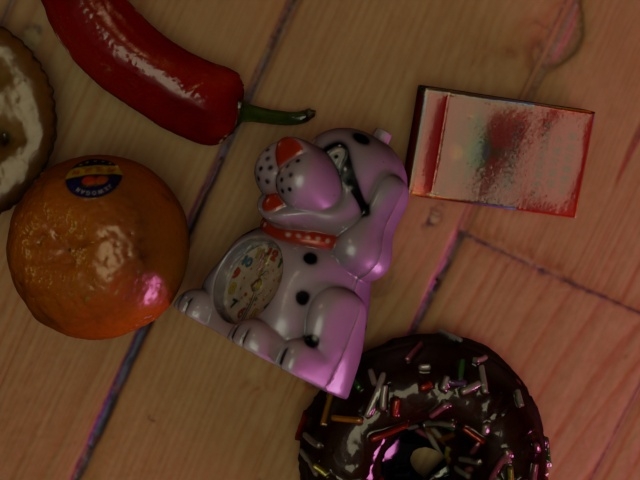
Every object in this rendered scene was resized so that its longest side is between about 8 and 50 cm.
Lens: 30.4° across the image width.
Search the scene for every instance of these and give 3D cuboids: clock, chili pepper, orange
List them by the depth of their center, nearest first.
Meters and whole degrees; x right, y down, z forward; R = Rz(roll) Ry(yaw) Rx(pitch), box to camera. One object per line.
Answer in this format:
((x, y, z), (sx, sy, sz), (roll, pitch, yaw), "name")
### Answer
((-0.210, 0.006, 1.120), (0.178, 0.155, 0.177), (-1, 82, 7), "orange")
((-0.175, -0.207, 1.126), (0.137, 0.092, 0.368), (-46, 101, -7), "chili pepper")
((-0.003, 0.002, 1.132), (0.189, 0.189, 0.254), (25, 90, -6), "clock")

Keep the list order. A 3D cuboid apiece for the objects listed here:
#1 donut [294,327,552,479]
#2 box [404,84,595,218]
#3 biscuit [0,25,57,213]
((0.107, 0.224, 1.199), (0.270, 0.103, 0.269), (-1, 98, -5), "donut")
((0.176, -0.089, 1.179), (0.175, 0.048, 0.112), (9, 100, -5), "box")
((-0.364, -0.117, 1.139), (0.221, 0.066, 0.220), (0, 98, -2), "biscuit")
